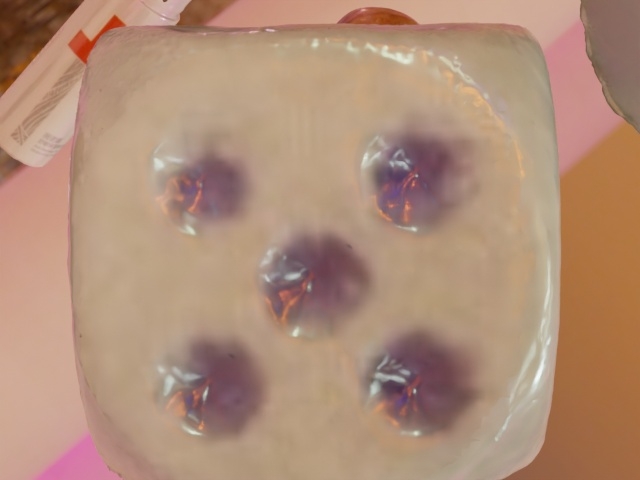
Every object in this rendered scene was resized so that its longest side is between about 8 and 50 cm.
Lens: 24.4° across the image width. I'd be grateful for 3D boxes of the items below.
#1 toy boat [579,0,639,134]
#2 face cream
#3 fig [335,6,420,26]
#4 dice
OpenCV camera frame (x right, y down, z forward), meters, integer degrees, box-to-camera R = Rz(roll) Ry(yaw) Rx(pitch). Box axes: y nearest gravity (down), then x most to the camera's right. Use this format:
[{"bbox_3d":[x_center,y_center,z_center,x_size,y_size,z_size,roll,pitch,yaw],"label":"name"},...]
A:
[{"bbox_3d":[0.241,-0.134,0.930,0.199,0.100,0.290,2,-53,51],"label":"toy boat"},{"bbox_3d":[-0.260,-0.236,1.770,0.102,0.345,0.102,38,22,-19],"label":"face cream"},{"bbox_3d":[0.088,-0.148,1.595,0.207,0.175,0.175,21,6,-28],"label":"fig"},{"bbox_3d":[0.000,0.000,0.891,0.268,0.264,0.263,-69,159,-82],"label":"dice"}]
